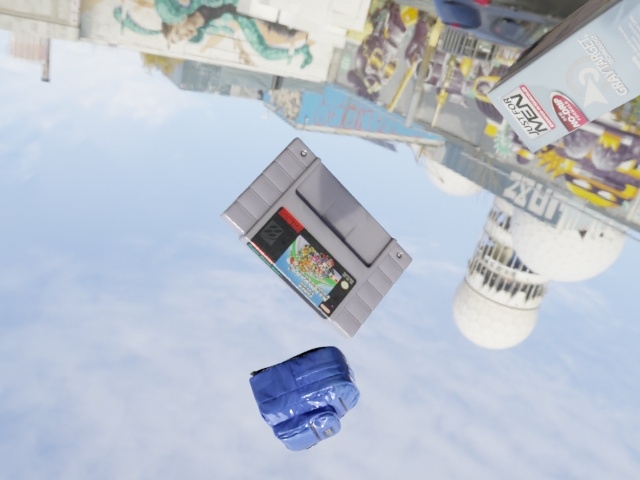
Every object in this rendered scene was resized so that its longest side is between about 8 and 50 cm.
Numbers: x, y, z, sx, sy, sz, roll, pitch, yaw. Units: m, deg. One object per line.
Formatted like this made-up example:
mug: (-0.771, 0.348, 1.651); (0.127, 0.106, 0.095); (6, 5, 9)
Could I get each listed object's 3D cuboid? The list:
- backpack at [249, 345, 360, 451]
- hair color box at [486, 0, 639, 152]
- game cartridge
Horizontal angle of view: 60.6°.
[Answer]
backpack: (-0.010, 0.195, 0.680); (0.120, 0.098, 0.101); (-25, -121, -3)
hair color box: (0.410, -0.275, 0.678); (0.114, 0.374, 0.185); (48, -126, -7)
game cartridge: (0.000, 0.000, 1.088); (0.355, 0.230, 0.068); (45, 157, -13)
